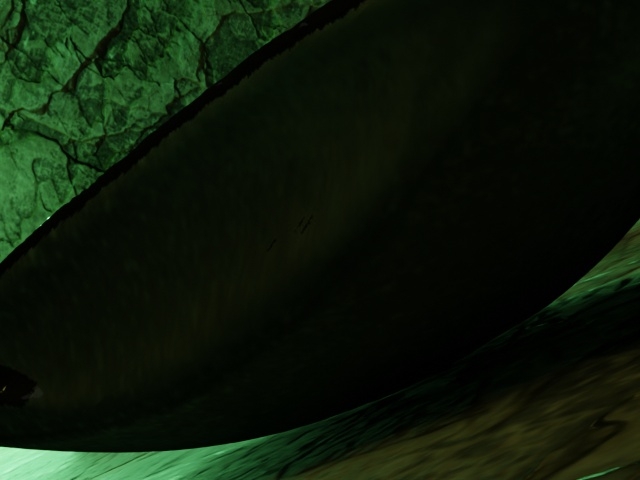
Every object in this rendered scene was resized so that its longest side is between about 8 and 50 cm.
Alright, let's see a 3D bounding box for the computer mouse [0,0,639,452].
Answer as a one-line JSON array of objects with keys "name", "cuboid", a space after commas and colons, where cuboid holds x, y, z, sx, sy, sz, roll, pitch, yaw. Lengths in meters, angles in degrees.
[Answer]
[{"name": "computer mouse", "cuboid": [0.001, 0.003, 0.558, 0.374, 0.114, 0.203, -33, -4, 41]}]
